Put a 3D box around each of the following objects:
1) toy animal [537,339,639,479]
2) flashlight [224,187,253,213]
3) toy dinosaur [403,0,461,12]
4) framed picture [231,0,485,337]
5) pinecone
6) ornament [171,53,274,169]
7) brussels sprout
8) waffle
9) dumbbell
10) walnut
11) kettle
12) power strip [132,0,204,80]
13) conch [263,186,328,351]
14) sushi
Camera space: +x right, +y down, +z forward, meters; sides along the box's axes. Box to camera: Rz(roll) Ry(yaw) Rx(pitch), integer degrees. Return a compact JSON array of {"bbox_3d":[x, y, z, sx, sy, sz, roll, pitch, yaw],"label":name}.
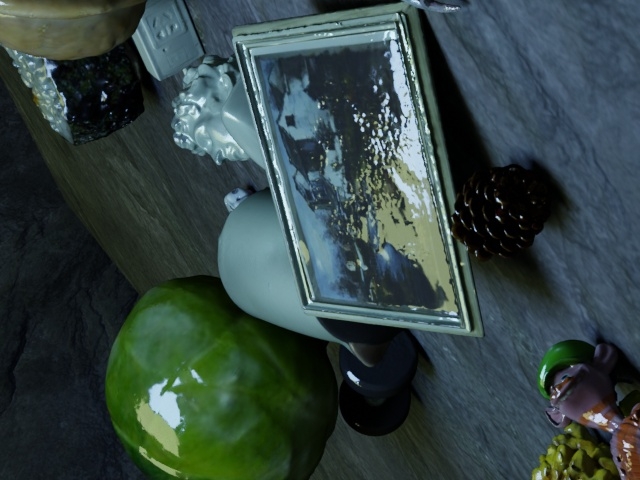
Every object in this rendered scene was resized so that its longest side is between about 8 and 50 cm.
[{"bbox_3d":[0.257,0.142,0.878,0.103,0.100,0.208,20,177,-25],"label":"toy animal"},{"bbox_3d":[-0.090,-0.001,1.696,0.093,0.047,0.200,44,163,41],"label":"flashlight"},{"bbox_3d":[0.033,-0.223,0.875,0.209,0.039,0.082,43,158,38],"label":"toy dinosaur"},{"bbox_3d":[0.025,-0.056,0.999,0.232,0.019,0.296,2,112,46],"label":"framed picture"},{"bbox_3d":[0.145,-0.022,0.887,0.077,0.077,0.083,59,155,-11],"label":"pinecone"},{"bbox_3d":[-0.061,-0.139,1.199,0.285,0.130,0.120,16,144,57],"label":"ornament"},{"bbox_3d":[-0.119,0.213,1.469,0.289,0.281,0.354,23,164,27],"label":"brussels sprout"},{"bbox_3d":[0.284,0.268,1.059,0.197,0.070,0.193,45,161,29],"label":"waffle"},{"bbox_3d":[0.073,0.181,1.462,0.100,0.100,0.191,50,163,23],"label":"dumbbell"},{"bbox_3d":[-0.297,-0.341,1.231,0.285,0.285,0.296,50,142,22],"label":"walnut"},{"bbox_3d":[0.000,0.000,1.240,0.255,0.165,0.240,-167,74,-66],"label":"kettle"},{"bbox_3d":[-0.195,-0.253,1.450,0.042,0.075,0.175,41,160,46],"label":"power strip"},{"bbox_3d":[-0.037,0.061,1.541,0.137,0.114,0.234,23,141,50],"label":"conch"},{"bbox_3d":[-0.416,-0.327,1.798,0.350,0.171,0.211,58,163,-9],"label":"sushi"}]
